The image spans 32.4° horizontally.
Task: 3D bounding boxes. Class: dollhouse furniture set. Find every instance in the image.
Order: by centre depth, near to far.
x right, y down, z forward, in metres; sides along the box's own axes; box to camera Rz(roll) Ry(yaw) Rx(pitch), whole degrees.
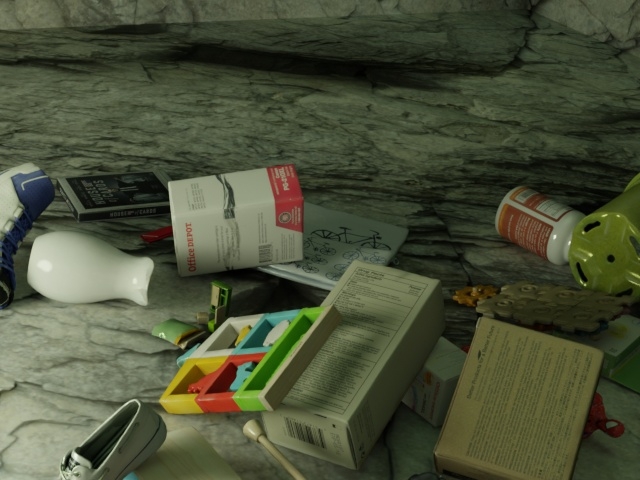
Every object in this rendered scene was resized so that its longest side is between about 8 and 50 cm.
[{"bbox_3d":[-0.210,0.124,1.882,0.076,0.058,0.152,23,30,29],"label":"dollhouse furniture set"}]

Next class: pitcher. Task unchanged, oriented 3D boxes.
[{"bbox_3d":[-0.398,0.052,1.933,0.207,0.125,0.178,10,0,-8],"label":"pitcher"}]

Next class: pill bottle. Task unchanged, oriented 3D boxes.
[{"bbox_3d":[0.479,-0.021,2.292,0.121,0.121,0.216,-16,35,-39],"label":"pill bottle"}]

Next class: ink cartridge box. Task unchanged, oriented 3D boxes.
[{"bbox_3d":[0.291,0.250,1.609,0.193,0.088,0.234,15,62,17],"label":"ink cartridge box"},{"bbox_3d":[0.186,0.222,1.752,0.090,0.092,0.143,-13,33,-35],"label":"ink cartridge box"},{"bbox_3d":[0.547,0.196,1.948,0.235,0.056,0.171,22,29,31],"label":"ink cartridge box"},{"bbox_3d":[-0.155,-0.035,2.030,0.237,0.172,0.100,-8,48,-8],"label":"ink cartridge box"}]

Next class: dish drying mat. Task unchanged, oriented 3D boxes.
[{"bbox_3d":[-0.317,-0.014,2.189,0.032,0.008,0.083,25,31,34],"label":"dish drying mat"}]

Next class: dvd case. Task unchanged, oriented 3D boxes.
[{"bbox_3d":[-0.412,-0.095,2.305,0.239,0.029,0.179,-6,29,-26],"label":"dvd case"}]

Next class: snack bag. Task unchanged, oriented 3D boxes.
[{"bbox_3d":[0.000,0.000,2.216,0.323,0.037,0.342,15,27,16],"label":"snack bag"}]

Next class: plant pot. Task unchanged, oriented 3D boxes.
[{"bbox_3d":[0.616,0.007,2.093,0.254,0.276,0.276,-17,35,-40],"label":"plant pot"}]

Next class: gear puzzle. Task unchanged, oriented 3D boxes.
[{"bbox_3d":[0.379,0.125,1.987,0.339,0.044,0.175,8,23,42],"label":"gear puzzle"}]

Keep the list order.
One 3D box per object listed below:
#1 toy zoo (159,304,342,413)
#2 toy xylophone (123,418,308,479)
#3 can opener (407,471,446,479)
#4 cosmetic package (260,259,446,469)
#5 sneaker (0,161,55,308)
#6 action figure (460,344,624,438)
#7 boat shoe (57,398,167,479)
[{"bbox_3d":[-0.120,0.180,1.645,0.293,0.030,0.192,-11,31,46],"label":"toy zoo"},{"bbox_3d":[-0.137,0.341,1.435,0.236,0.081,0.323,-7,30,-27],"label":"toy xylophone"},{"bbox_3d":[0.193,0.374,1.505,0.186,0.073,0.059,23,-9,23],"label":"can opener"},{"bbox_3d":[0.053,0.179,1.661,0.160,0.113,0.309,14,45,28],"label":"cosmetic package"},{"bbox_3d":[-0.560,0.023,1.890,0.182,0.127,0.315,35,62,25],"label":"sneaker"},{"bbox_3d":[0.330,0.259,1.722,0.280,0.091,0.139,18,22,23],"label":"action figure"},{"bbox_3d":[-0.297,0.289,1.392,0.083,0.076,0.226,23,63,41],"label":"boat shoe"}]
